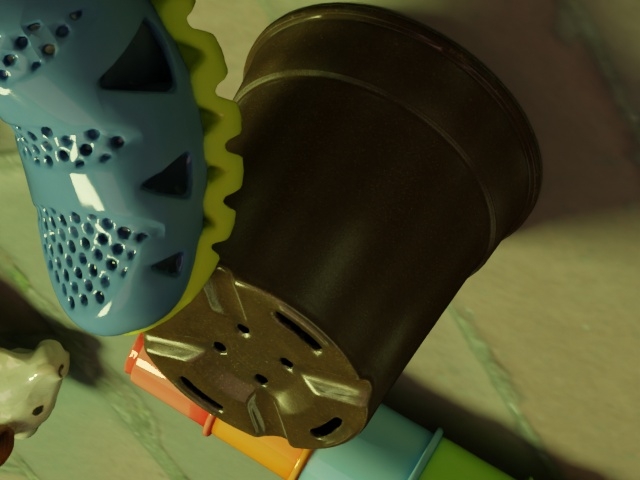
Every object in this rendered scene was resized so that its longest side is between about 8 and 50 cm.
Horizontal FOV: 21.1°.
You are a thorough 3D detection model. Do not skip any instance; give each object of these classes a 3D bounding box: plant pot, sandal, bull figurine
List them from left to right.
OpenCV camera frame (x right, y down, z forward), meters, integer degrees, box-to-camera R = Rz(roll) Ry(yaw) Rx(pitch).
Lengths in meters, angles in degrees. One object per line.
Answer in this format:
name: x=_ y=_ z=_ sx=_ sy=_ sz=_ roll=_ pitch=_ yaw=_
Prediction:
bull figurine: x=-0.326 y=0.056 z=1.215 sx=0.310 sy=0.101 sz=0.188 roll=7 pitch=135 yaw=30
sandal: x=-0.126 y=-0.109 z=0.716 sx=0.126 sy=0.138 sz=0.317 roll=-4 pitch=102 yaw=48
plant pot: x=0.000 y=0.000 z=0.839 sx=0.167 sy=0.165 sz=0.167 roll=21 pitch=143 yaw=16

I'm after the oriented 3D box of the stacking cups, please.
stacking cups: x=0.029 y=0.135 z=1.064 sx=0.316 sy=0.096 sz=0.096 roll=32 pitch=146 yaw=8
